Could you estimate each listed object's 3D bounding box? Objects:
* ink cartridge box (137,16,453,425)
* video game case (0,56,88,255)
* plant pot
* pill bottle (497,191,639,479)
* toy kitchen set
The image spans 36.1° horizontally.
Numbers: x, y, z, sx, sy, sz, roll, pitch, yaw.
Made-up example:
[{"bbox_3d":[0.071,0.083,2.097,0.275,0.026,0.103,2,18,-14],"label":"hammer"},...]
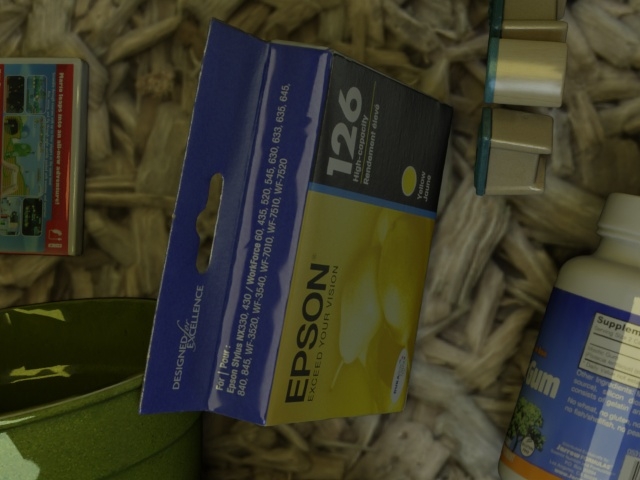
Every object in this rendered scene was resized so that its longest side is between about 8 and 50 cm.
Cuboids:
[{"bbox_3d":[0.000,0.000,0.831,0.072,0.307,0.304,11,92,32],"label":"ink cartridge box"},{"bbox_3d":[-0.385,-0.089,1.030,0.285,0.025,0.204,2,90,9],"label":"video game case"},{"bbox_3d":[-0.260,0.266,0.869,0.366,0.366,0.353,-4,101,9],"label":"plant pot"},{"bbox_3d":[0.265,0.103,0.861,0.152,0.152,0.272,17,92,9],"label":"pill bottle"},{"bbox_3d":[0.162,-0.172,0.927,0.122,0.166,0.207,6,54,9],"label":"toy kitchen set"}]
